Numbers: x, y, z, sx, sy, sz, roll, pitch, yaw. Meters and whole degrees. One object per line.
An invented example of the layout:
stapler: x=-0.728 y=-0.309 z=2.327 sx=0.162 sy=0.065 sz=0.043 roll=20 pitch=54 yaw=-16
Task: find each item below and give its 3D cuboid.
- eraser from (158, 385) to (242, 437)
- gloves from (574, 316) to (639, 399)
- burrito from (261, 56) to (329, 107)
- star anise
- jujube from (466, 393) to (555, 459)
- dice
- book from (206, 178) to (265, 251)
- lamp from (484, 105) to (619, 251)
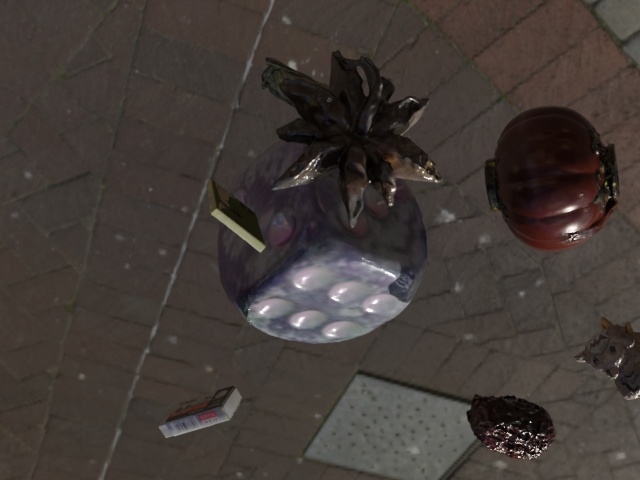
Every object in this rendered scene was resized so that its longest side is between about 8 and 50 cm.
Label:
eraser: x=-0.174 y=0.249 z=1.098 sx=0.122 sy=0.052 sz=0.029 roll=-21 pitch=106 yaw=26
gloves: x=0.536 y=0.212 z=1.353 sx=0.144 sy=0.094 sz=0.110 roll=40 pitch=118 yaw=22
burrito: x=-0.003 y=-0.251 z=1.344 sx=0.230 sy=0.063 sz=0.058 roll=28 pitch=170 yaw=4
star anise: x=0.040 y=-0.103 z=0.777 sx=0.195 sy=0.182 sz=0.065 roll=23 pitch=160 yaw=-8
jujube: x=0.308 y=0.305 z=1.226 sx=0.166 sy=0.104 sz=0.104 roll=13 pitch=133 yaw=-30
dice: x=0.000 y=0.000 z=1.297 sx=0.270 sy=0.271 sz=0.270 roll=21 pitch=136 yaw=-34
book: x=-0.105 y=-0.031 z=0.920 sx=0.077 sy=0.111 sz=0.014 roll=38 pitch=101 yaw=-22
lamp: x=0.474 y=-0.126 z=1.561 sx=0.257 sy=0.303 sz=0.303 roll=-6 pitch=132 yaw=22
